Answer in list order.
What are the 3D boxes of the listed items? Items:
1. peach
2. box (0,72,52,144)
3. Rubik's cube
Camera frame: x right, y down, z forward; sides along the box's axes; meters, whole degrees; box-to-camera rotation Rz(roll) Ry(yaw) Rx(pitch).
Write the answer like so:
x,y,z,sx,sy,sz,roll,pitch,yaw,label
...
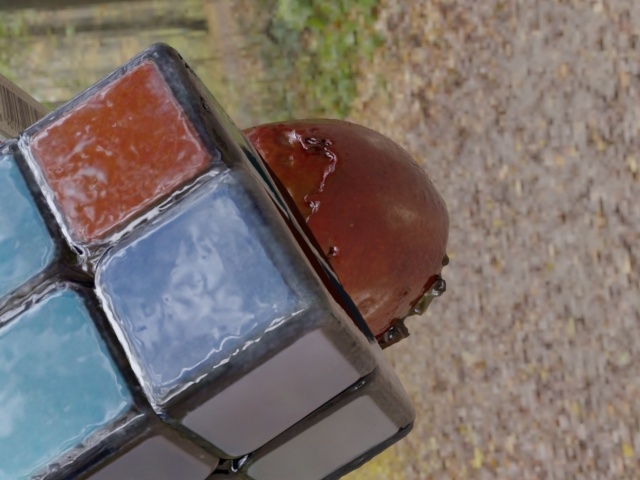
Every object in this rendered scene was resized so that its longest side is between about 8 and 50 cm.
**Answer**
x,y,z,sx,sy,sz,roll,pitch,yaw,label
-0.025,0.003,1.706,0.353,0.417,0.339,125,130,-65,peach
-0.456,-0.133,1.320,0.330,0.210,0.095,42,-147,-68,box
-0.144,0.079,1.068,0.318,0.316,0.313,57,-178,30,Rubik's cube
